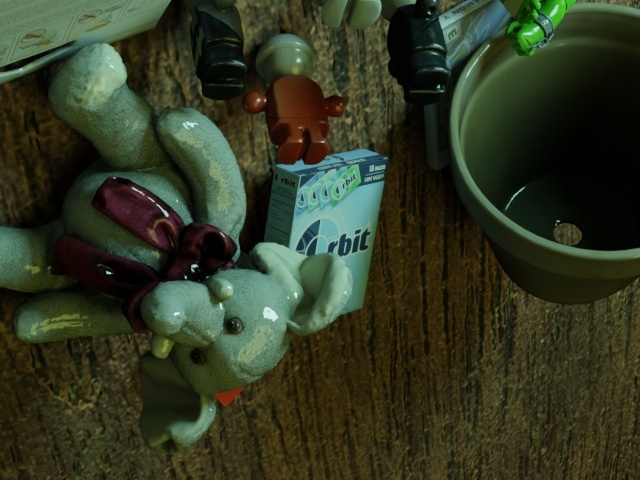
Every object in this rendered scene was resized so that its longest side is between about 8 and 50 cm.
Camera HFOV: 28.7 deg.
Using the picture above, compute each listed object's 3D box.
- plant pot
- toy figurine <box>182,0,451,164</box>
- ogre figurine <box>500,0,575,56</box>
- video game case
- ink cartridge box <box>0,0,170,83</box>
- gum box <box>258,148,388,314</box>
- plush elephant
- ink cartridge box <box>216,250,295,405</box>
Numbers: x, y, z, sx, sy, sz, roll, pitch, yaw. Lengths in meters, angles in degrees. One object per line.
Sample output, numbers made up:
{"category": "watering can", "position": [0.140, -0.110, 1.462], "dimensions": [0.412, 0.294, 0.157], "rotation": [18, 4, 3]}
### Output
{"category": "plant pot", "position": [0.304, -0.062, 1.457], "dimensions": [0.323, 0.323, 0.280], "rotation": [-39, 157, -16]}
{"category": "toy figurine", "position": [-0.006, -0.194, 1.130], "dimensions": [0.213, 0.148, 0.209], "rotation": [-27, 143, 23]}
{"category": "ogre figurine", "position": [0.231, -0.314, 1.353], "dimensions": [0.118, 0.097, 0.197], "rotation": [-32, 96, -30]}
{"category": "video game case", "position": [0.194, -0.201, 1.463], "dimensions": [0.183, 0.023, 0.201], "rotation": [-33, 138, -23]}
{"category": "ink cartridge box", "position": [-0.220, -0.194, 0.964], "dimensions": [0.275, 0.060, 0.239], "rotation": [-26, 178, -27]}
{"category": "gum box", "position": [0.000, 0.000, 1.374], "dimensions": [0.157, 0.041, 0.184], "rotation": [-15, 121, -49]}
{"category": "plush elephant", "position": [-0.134, 0.038, 1.126], "dimensions": [0.272, 0.255, 0.330], "rotation": [-50, 145, 7]}
{"category": "ink cartridge box", "position": [-0.090, 0.114, 1.415], "dimensions": [0.145, 0.045, 0.179], "rotation": [-46, 139, -6]}
